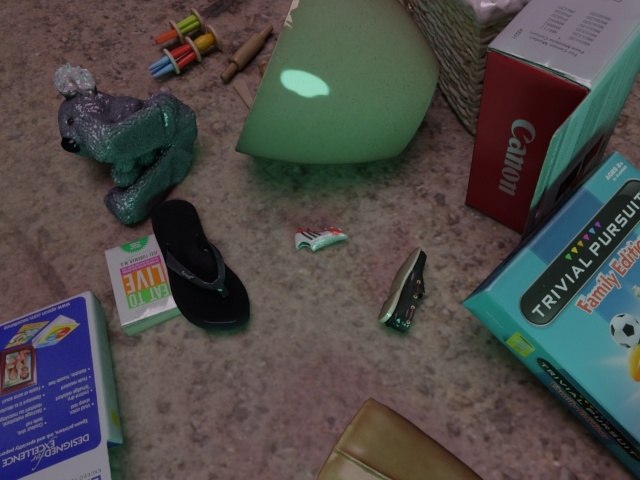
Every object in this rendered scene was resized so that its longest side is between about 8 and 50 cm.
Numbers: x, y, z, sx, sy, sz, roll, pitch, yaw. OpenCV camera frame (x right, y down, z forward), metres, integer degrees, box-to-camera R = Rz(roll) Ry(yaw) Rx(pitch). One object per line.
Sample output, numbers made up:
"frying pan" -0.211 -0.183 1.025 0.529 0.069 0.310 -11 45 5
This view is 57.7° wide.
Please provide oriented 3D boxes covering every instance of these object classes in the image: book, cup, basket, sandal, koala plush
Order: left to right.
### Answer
"koala plush" -0.341 -0.179 0.958 0.221 0.196 0.203 25 54 22
"book" -0.264 0.061 0.881 0.096 0.035 0.144 -21 56 -10
"sandal" -0.188 0.029 0.856 0.097 0.054 0.254 -23 58 -25
"cup" 0.037 -0.246 0.887 0.237 0.331 0.331 22 60 -10
"basket" 0.321 -0.405 0.941 0.328 0.266 0.331 -19 58 -4

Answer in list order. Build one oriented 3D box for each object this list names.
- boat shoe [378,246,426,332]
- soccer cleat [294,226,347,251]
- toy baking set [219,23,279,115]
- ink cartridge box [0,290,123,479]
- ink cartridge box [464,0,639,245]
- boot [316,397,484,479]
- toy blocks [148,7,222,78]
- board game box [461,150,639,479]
"boat shoe" 0.122 0.068 0.810 0.042 0.049 0.133 31 57 -6
"soccer cleat" 0.000 0.000 0.879 0.083 0.029 0.036 1 67 13
"toy baking set" -0.086 -0.319 1.088 0.196 0.030 0.256 30 67 24
"ink cartridge box" -0.416 0.246 0.750 0.303 0.072 0.307 -20 53 -6
"ink cartridge box" 0.289 -0.149 0.759 0.130 0.309 0.272 33 68 25
"boot" 0.108 0.331 0.619 0.269 0.089 0.236 27 49 22
"toy blocks" -0.285 -0.384 1.145 0.148 0.054 0.123 -34 60 -12
"board game box" 0.375 0.101 0.664 0.254 0.079 0.336 -42 82 -17
